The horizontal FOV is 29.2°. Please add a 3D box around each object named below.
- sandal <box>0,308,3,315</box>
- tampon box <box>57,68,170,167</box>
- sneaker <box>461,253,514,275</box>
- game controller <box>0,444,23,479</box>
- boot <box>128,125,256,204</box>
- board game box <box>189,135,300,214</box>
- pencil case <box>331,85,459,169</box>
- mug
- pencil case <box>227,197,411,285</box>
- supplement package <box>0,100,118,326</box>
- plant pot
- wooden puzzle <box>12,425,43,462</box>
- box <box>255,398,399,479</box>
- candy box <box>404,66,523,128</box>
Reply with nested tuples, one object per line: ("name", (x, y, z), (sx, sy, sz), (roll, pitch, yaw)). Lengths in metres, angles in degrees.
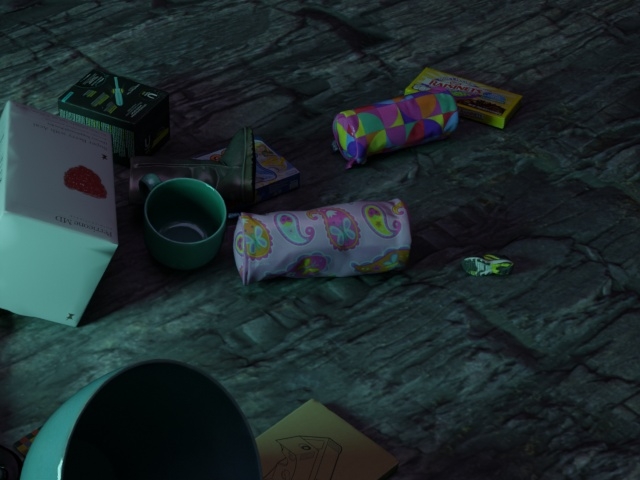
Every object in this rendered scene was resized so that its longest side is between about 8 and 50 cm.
("sandal", (-0.510, 0.094, 1.787), (0.072, 0.049, 0.180), (20, 17, 4))
("tampon box", (-0.364, -0.215, 2.177), (0.161, 0.101, 0.120), (19, 41, 18))
("sneaker", (0.266, 0.038, 1.964), (0.083, 0.031, 0.035), (5, 24, -4))
("game controller", (-0.524, 0.299, 1.513), (0.319, 0.067, 0.166), (15, 59, 15))
("boot", (-0.213, -0.124, 2.050), (0.208, 0.076, 0.190), (-3, 38, 3))
("board game box", (-0.155, -0.106, 2.107), (0.201, 0.035, 0.136), (-23, 45, -28))
("pencil case", (0.134, -0.206, 2.210), (0.236, 0.104, 0.104), (-19, 43, -23))
("mug", (-0.217, -0.029, 1.936), (0.129, 0.097, 0.158), (-3, 54, -12))
("pencil case", (0.000, 0.000, 1.917), (0.284, 0.124, 0.124), (-5, 39, -9))
("supplement package", (-0.420, -0.043, 1.854), (0.177, 0.175, 0.293), (18, 33, -25))
("plant pot", (-0.237, 0.296, 1.437), (0.195, 0.290, 0.290), (-15, 21, 42))
("wooden puzzle", (-0.374, 0.273, 1.633), (0.049, 0.006, 0.083), (32, 46, 32))
("box", (-0.024, 0.302, 1.609), (0.164, 0.021, 0.201), (33, 48, 32))
("candy box", (0.275, -0.276, 2.361), (0.205, 0.027, 0.105), (20, 38, 20))
